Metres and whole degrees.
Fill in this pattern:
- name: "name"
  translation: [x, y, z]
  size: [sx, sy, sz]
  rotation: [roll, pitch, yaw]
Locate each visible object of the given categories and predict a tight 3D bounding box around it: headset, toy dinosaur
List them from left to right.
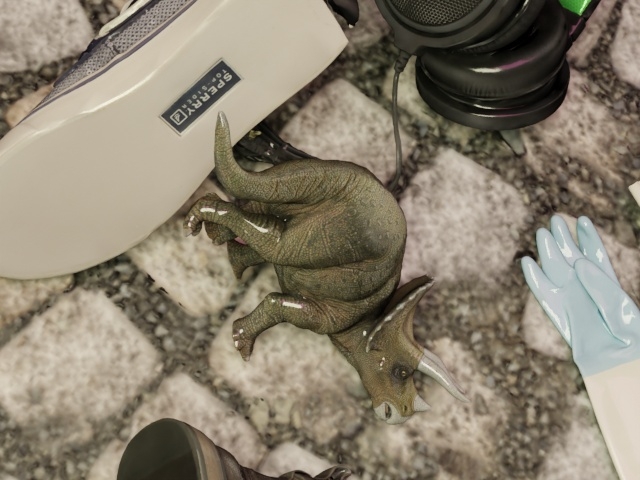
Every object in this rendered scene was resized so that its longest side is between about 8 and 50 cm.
- name: "toy dinosaur"
  translation: [0.000, 0.000, 0.821]
  size: [0.160, 0.313, 0.121]
  rotation: [-11, 42, 7]
- name: "headset"
  translation: [0.101, -0.191, 0.921]
  size: [0.185, 0.243, 0.394]
  rotation: [35, 82, 30]

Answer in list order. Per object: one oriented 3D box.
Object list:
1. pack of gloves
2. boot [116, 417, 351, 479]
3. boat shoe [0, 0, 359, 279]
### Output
- name: "pack of gloves"
  translation: [0.283, 0.066, 0.951]
  size: [0.195, 0.046, 0.232]
  rotation: [-20, 70, -7]
- name: "boot"
  translation: [-0.020, 0.239, 0.715]
  size: [0.229, 0.091, 0.263]
  rotation: [35, 40, -46]
- name: "boat shoe"
  translation: [-0.130, -0.115, 0.874]
  size: [0.341, 0.127, 0.158]
  rotation: [-35, 33, 7]
